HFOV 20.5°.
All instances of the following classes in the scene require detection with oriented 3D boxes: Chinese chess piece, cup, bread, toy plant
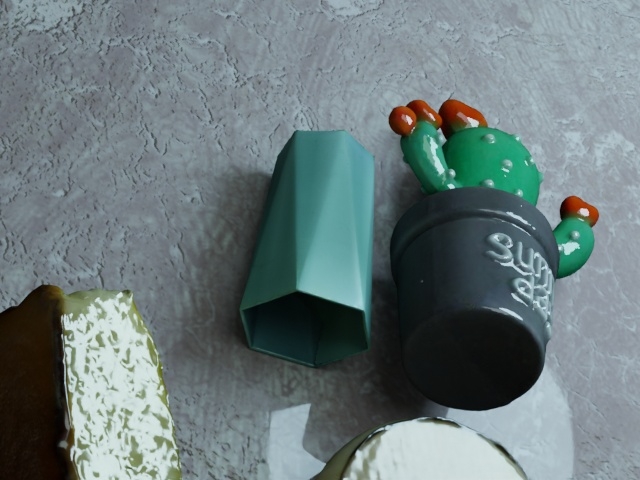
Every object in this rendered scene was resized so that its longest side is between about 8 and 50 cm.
[{"bbox_3d":[0.107,0.304,1.786,0.257,0.104,0.257,12,57,-19],"label":"Chinese chess piece"},{"bbox_3d":[0.000,0.000,1.898,0.148,0.134,0.236,22,53,-17],"label":"cup"},{"bbox_3d":[-0.260,0.243,1.499,0.143,0.333,0.324,13,52,-42],"label":"bread"},{"bbox_3d":[0.182,0.004,1.957,0.279,0.185,0.400,15,39,-6],"label":"toy plant"}]
